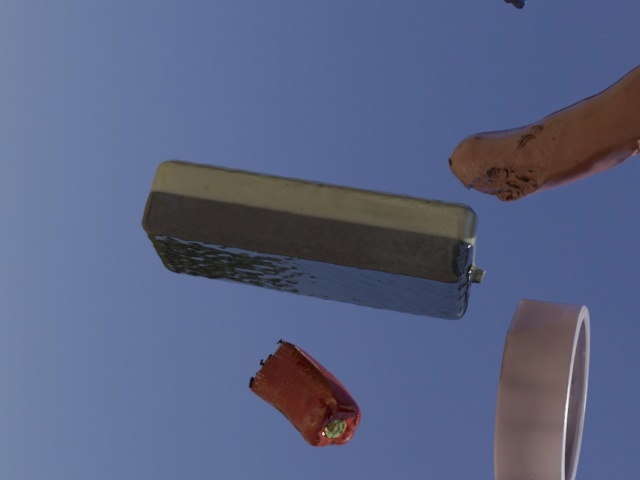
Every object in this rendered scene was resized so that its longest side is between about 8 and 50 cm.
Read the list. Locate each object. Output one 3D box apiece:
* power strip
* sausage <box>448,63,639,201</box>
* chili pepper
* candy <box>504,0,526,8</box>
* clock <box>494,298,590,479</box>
[{"bbox_3d":[0.000,0.000,1.159,0.105,0.257,0.070,77,25,-70],"label":"power strip"},{"bbox_3d":[0.238,-0.098,1.467,0.327,0.079,0.087,-23,-119,52],"label":"sausage"},{"bbox_3d":[-0.013,0.169,1.610,0.123,0.073,0.070,42,-25,35],"label":"chili pepper"},{"bbox_3d":[0.272,-0.498,2.125,0.077,0.187,0.331,-81,-166,-55],"label":"candy"},{"bbox_3d":[0.221,0.158,1.502,0.197,0.068,0.196,6,90,-75],"label":"clock"}]
